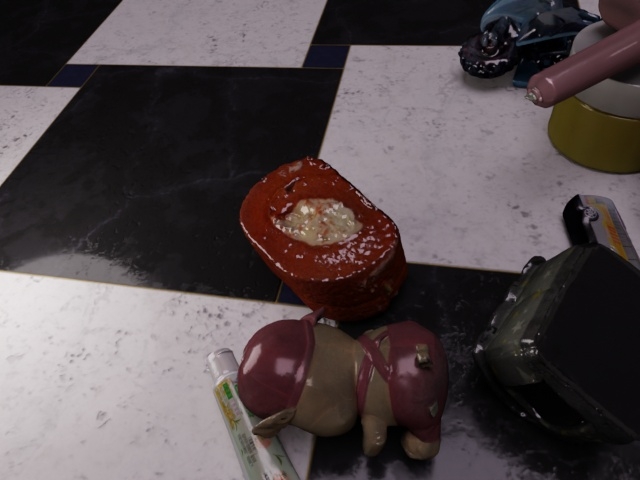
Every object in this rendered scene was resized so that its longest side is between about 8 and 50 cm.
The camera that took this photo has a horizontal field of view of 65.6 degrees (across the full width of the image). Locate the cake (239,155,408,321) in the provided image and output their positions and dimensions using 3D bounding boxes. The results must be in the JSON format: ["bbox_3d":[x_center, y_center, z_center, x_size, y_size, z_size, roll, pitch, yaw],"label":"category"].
[{"bbox_3d":[0.000,0.000,0.772,0.177,0.151,0.283,-38,55,-7],"label":"cake"}]

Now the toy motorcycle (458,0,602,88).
[{"bbox_3d":[0.505,-0.440,1.039,0.415,0.172,0.232,2,57,20],"label":"toy motorcycle"}]

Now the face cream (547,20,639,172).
[{"bbox_3d":[0.537,-0.256,0.880,0.218,0.179,0.218,-4,51,5],"label":"face cream"}]

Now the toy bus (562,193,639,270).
[{"bbox_3d":[0.435,0.005,0.764,0.072,0.057,0.172,1,52,1],"label":"toy bus"}]

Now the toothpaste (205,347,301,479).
[{"bbox_3d":[-0.072,0.271,0.622,0.056,0.058,0.314,9,39,-46],"label":"toothpaste"}]

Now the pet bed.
[{"bbox_3d":[0.310,0.130,0.627,0.183,0.159,0.211,40,64,3],"label":"pet bed"}]

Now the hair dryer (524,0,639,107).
[{"bbox_3d":[0.446,-0.305,0.750,0.352,0.125,0.210,-27,52,-5],"label":"hair dryer"}]

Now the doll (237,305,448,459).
[{"bbox_3d":[0.026,0.171,0.625,0.255,0.152,0.196,4,8,0],"label":"doll"}]
